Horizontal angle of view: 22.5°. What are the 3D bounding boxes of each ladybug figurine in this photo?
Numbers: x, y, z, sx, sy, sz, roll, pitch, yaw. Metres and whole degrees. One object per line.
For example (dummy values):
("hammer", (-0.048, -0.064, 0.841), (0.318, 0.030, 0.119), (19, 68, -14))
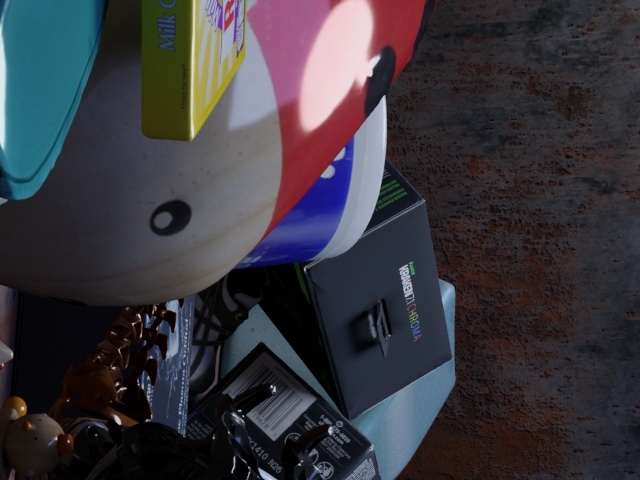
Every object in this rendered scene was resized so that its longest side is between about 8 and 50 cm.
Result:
("ladybug figurine", (-0.053, -0.114, 0.938), (0.305, 0.162, 0.449), (-36, -166, 44))

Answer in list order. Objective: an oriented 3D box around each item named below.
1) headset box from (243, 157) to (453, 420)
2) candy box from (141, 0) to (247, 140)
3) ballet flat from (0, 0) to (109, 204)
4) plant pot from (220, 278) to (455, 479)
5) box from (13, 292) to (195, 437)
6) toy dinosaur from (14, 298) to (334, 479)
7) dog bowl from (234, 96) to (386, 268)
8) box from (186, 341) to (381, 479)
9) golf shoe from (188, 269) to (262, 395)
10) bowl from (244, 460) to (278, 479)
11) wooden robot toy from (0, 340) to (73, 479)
("headset box", (0.000, 0.000, 1.558), (0.283, 0.131, 0.246), (50, -17, 38))
("candy box", (-0.049, -0.154, 0.660), (0.105, 0.027, 0.206), (-64, 160, -60))
("ballet flat", (-0.130, -0.162, 0.641), (0.409, 0.147, 0.147), (-78, 168, -46))
("plant pot", (0.003, 0.180, 1.936), (0.247, 0.248, 0.252), (83, 29, -55))
("box", (-0.149, 0.075, 1.134), (0.158, 0.093, 0.156), (51, 42, -79))
("toy dinosaur", (-0.116, 0.157, 0.953), (0.164, 0.218, 0.322), (2, 86, -61))
("dog bowl", (-0.054, -0.110, 1.313), (0.265, 0.104, 0.265), (28, -58, 59))
("box", (-0.039, 0.244, 1.645), (0.143, 0.165, 0.270), (-43, 160, -13))
("golf shoe", (-0.102, 0.075, 1.553), (0.077, 0.094, 0.198), (-82, 173, -50))
("bowl", (-0.065, 0.344, 1.311), (0.311, 0.163, 0.311), (44, 16, -15))
("wooden robot toy", (-0.181, 0.115, 0.907), (0.173, 0.079, 0.076), (-82, 172, -46))
